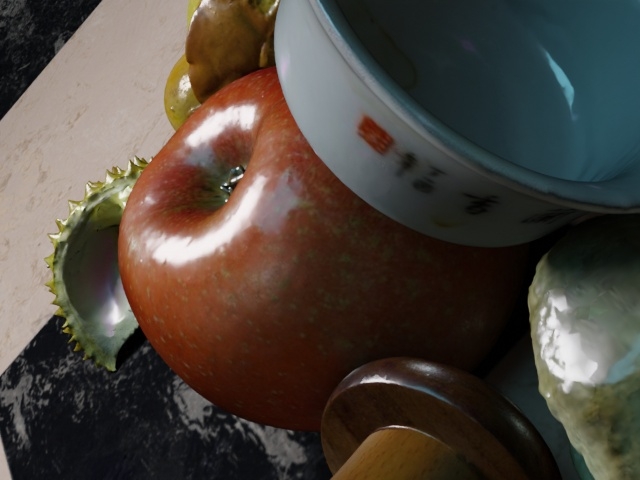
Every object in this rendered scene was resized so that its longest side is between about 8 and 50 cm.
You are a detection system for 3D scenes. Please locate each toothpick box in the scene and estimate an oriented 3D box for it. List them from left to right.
[{"bbox_3d":[0.040,0.212,0.718,0.192,0.192,0.294,-10,25,43],"label":"toothpick box"}]

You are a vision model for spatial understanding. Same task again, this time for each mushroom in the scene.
[{"bbox_3d":[0.240,0.080,0.703,0.189,0.164,0.267,-25,44,34],"label":"mushroom"}]

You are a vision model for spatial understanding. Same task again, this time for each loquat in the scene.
[{"bbox_3d":[-0.125,-0.185,1.347,0.163,0.137,0.163,-20,36,15],"label":"loquat"}]

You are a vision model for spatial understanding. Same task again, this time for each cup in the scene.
[{"bbox_3d":[0.105,-0.134,0.752,0.163,0.347,0.347,-48,27,51],"label":"cup"}]

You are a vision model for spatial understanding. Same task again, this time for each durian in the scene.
[{"bbox_3d":[-0.209,-0.001,1.281,0.306,0.172,0.166,-39,61,4],"label":"durian"}]

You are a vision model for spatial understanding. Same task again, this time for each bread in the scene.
[{"bbox_3d":[-0.016,-0.223,1.167,0.270,0.270,0.148,-40,33,15],"label":"bread"}]

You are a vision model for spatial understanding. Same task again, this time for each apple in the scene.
[{"bbox_3d":[0.000,0.000,0.935,0.348,0.277,0.348,-30,40,29],"label":"apple"}]
